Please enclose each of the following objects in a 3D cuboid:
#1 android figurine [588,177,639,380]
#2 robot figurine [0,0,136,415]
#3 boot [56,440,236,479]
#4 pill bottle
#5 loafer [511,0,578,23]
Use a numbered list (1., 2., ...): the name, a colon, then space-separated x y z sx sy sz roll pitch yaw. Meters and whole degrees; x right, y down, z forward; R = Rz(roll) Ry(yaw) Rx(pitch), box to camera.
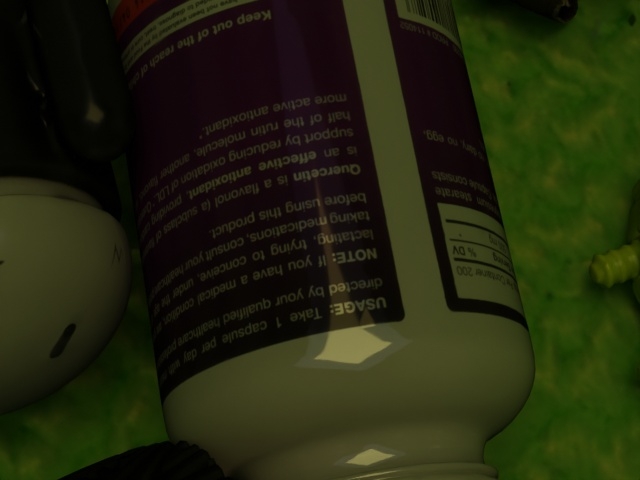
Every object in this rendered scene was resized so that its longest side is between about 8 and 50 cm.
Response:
1. android figurine: 0.285 0.002 0.807 0.272 0.056 0.248 -21 72 -12
2. robot figurine: -0.197 -0.047 0.727 0.173 0.209 0.278 -10 67 -20
3. boot: -0.050 0.232 0.574 0.131 0.348 0.260 -19 99 -24
4. pill bottle: 0.000 0.000 0.723 0.181 0.181 0.323 -8 70 -7
5. loafer: 0.125 -0.199 0.831 0.365 0.134 0.130 2 69 -3
